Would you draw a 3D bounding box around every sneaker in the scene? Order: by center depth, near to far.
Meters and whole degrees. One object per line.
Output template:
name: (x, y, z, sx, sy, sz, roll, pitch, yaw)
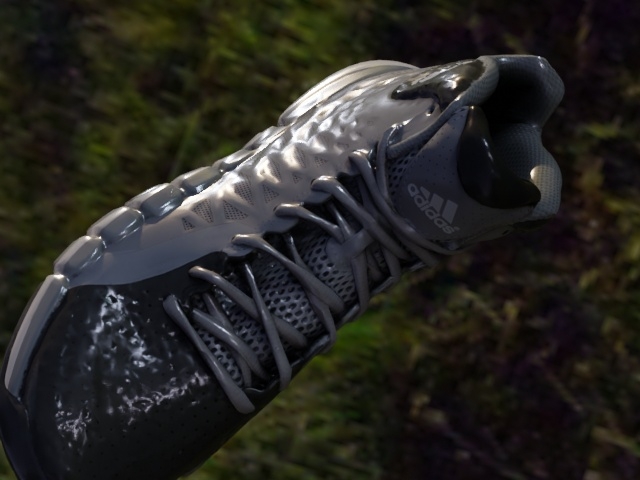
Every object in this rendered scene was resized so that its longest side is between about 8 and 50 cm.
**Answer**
sneaker: (0.000, 0.000, 0.646, 0.228, 0.086, 0.132, -46, 19, -33)
